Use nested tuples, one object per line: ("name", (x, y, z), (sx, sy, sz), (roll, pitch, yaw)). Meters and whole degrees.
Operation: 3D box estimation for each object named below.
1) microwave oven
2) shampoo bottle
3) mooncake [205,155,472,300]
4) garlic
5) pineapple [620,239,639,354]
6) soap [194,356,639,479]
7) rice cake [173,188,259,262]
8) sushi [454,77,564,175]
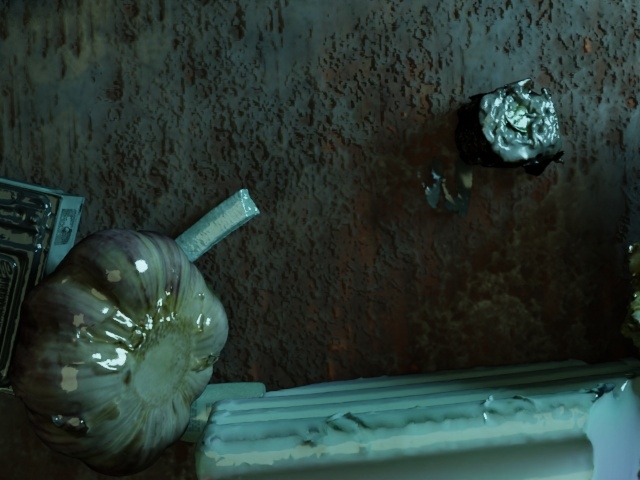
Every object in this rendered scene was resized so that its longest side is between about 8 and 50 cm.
("microwave oven", (-0.341, 0.038, 1.280), (0.162, 0.122, 0.208), (13, 92, 1))
("shampoo bottle", (-0.154, 0.185, 1.324), (0.190, 0.041, 0.069), (0, 94, 0))
("mooncake", (0.002, 0.003, 1.312), (0.346, 0.057, 0.150), (-9, 104, -3))
("garlic", (-0.206, 0.102, 1.225), (0.160, 0.245, 0.245), (17, 92, 37))
("pineapple", (0.412, 0.038, 1.149), (0.208, 0.286, 0.345), (-2, 108, 29))
("soap", (0.112, 0.215, 1.215), (0.446, 0.261, 0.156), (-7, 91, -1))
("rice cake", (-0.138, 0.007, 1.327), (0.170, 0.029, 0.033), (-38, 85, 0))
("sushi", (0.196, -0.112, 1.291), (0.094, 0.084, 0.098), (-12, 89, -16))
